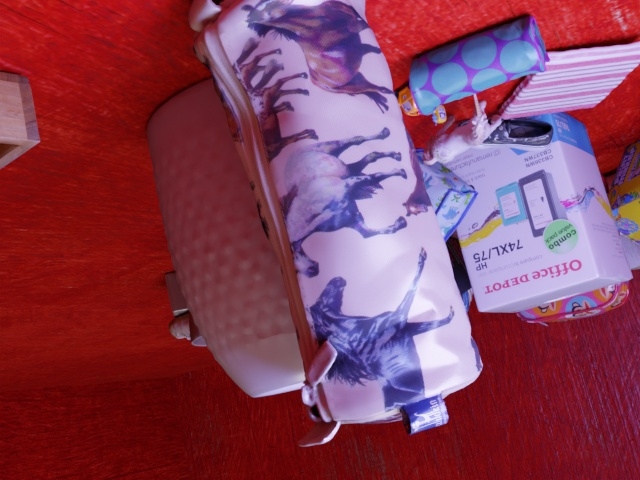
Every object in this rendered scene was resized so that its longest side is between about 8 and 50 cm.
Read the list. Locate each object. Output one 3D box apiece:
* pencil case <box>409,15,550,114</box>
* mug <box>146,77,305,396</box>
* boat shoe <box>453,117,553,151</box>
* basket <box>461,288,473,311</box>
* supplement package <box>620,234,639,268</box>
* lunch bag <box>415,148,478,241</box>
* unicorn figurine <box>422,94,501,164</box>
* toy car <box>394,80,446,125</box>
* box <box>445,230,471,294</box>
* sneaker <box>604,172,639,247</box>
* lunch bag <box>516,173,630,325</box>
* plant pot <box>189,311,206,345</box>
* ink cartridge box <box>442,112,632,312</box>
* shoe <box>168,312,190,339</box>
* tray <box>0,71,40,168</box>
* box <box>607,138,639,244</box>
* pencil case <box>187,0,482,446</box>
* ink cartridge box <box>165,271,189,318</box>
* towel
[{"bbox_3d":[0.175,-0.195,0.960,0.151,0.065,0.070,-17,152,20],"label":"pencil case"},{"bbox_3d":[0.000,0.000,1.026,0.374,0.328,0.276,-2,164,-42],"label":"mug"},{"bbox_3d":[0.264,-0.158,1.231,0.142,0.049,0.040,5,150,1],"label":"boat shoe"},{"bbox_3d":[0.197,0.072,1.798,0.201,0.255,0.289,-20,-175,35],"label":"basket"},{"bbox_3d":[0.805,-0.066,1.916,0.198,0.199,0.262,-2,163,-46],"label":"supplement package"},{"bbox_3d":[0.140,-0.048,1.308,0.096,0.129,0.151,0,127,-46],"label":"lunch bag"},{"bbox_3d":[0.196,-0.146,1.150,0.162,0.060,0.111,-49,-177,43],"label":"unicorn figurine"},{"bbox_3d":[0.142,-0.172,1.084,0.060,0.041,0.122,-23,164,38],"label":"toy car"},{"bbox_3d":[0.217,0.032,1.631,0.270,0.165,0.143,-29,177,-31],"label":"box"},{"bbox_3d":[0.686,-0.017,1.825,0.108,0.293,0.169,-17,176,-38],"label":"sneaker"},{"bbox_3d":[0.450,0.015,1.684,0.258,0.293,0.120,-17,167,35],"label":"lunch bag"},{"bbox_3d":[-0.108,0.063,1.533,0.284,0.191,0.284,-12,169,-3],"label":"plant pot"},{"bbox_3d":[0.337,-0.040,1.355,0.198,0.270,0.197,-21,166,30],"label":"ink cartridge box"},{"bbox_3d":[-0.264,0.184,1.816,0.076,0.058,0.219,-4,165,-31],"label":"shoe"},{"bbox_3d":[-0.479,-0.062,0.836,0.410,0.076,0.202,-21,166,37],"label":"tray"},{"bbox_3d":[0.708,-0.072,1.502,0.290,0.177,0.279,31,156,-9],"label":"box"},{"bbox_3d":[0.011,-0.032,0.772,0.159,0.411,0.183,-16,-178,45],"label":"pencil case"},{"bbox_3d":[-0.253,0.119,1.882,0.153,0.087,0.208,-11,168,-8],"label":"ink cartridge box"},{"bbox_3d":[0.330,-0.214,1.138,0.144,0.029,0.197,-9,167,-8],"label":"towel"}]
